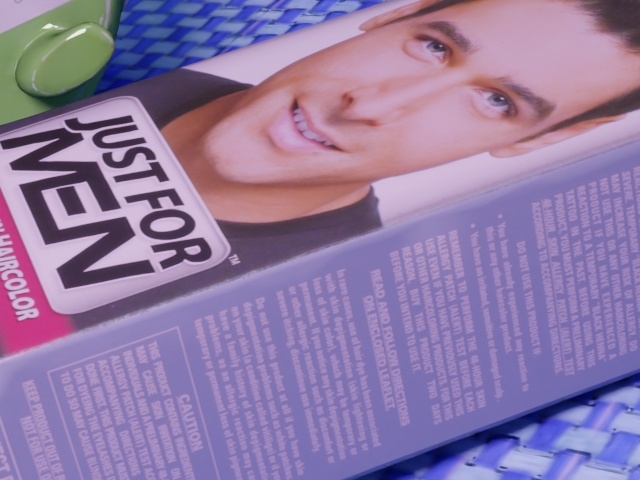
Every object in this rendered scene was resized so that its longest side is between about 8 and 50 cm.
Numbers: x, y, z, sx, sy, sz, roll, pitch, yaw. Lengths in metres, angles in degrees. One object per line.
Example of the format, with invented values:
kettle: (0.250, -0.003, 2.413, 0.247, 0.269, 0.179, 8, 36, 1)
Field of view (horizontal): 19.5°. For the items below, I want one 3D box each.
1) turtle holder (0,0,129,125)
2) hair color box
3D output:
turtle holder: (-0.247, -0.117, 1.010, 0.320, 0.243, 0.227, -53, 11, 14)
hair color box: (0.000, 0.000, 0.771, 0.374, 0.114, 0.185, -19, 32, -11)
